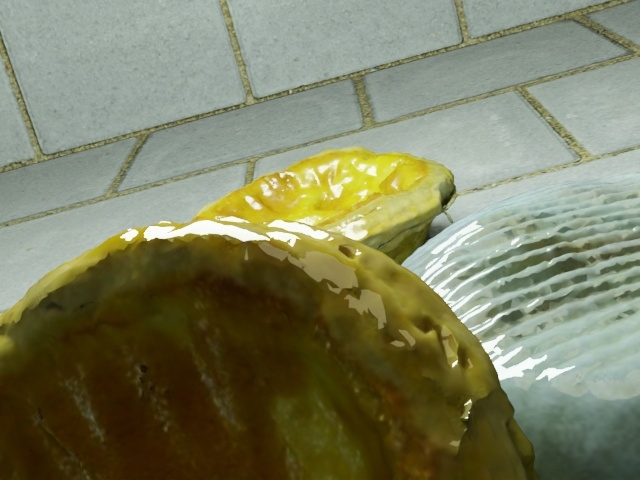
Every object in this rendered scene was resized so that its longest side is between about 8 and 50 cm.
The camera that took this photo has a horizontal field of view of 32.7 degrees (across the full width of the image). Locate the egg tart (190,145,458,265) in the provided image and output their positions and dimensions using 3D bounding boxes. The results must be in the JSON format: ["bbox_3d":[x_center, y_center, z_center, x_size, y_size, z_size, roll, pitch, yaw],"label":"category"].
[{"bbox_3d":[-0.001,0.000,1.256,0.342,0.132,0.341,-15,20,6],"label":"egg tart"}]

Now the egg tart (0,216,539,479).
[{"bbox_3d":[-0.055,0.179,0.575,0.388,0.387,0.169,-10,-14,17],"label":"egg tart"}]

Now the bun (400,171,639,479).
[{"bbox_3d":[0.196,0.089,0.721,0.362,0.211,0.362,-12,17,4],"label":"bun"}]
